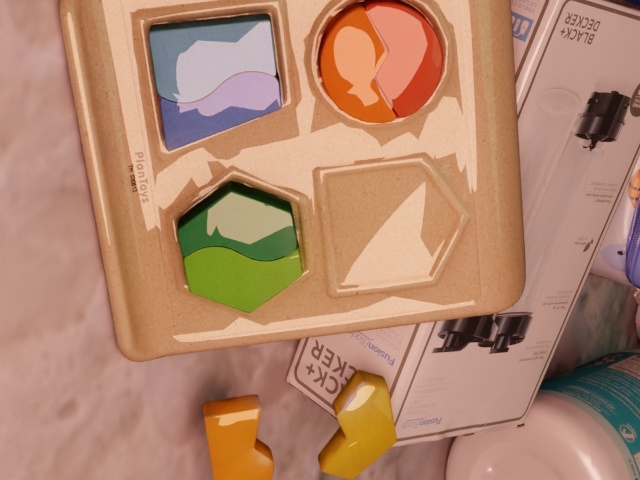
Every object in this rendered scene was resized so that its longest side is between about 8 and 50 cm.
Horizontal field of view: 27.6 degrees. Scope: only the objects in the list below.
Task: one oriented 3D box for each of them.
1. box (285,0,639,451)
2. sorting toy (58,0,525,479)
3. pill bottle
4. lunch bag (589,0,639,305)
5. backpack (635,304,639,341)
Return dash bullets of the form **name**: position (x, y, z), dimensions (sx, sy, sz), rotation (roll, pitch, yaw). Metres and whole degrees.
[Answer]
- **box**: position (0.104, -0.021, 0.811), dimensions (0.169, 0.087, 0.290), rotation (0, 115, -49)
- **sorting toy**: position (0.000, 0.000, 0.690), dimensions (0.229, 0.041, 0.307), rotation (-9, 110, -6)
- **pill bottle**: position (0.225, 0.169, 1.025), dimensions (0.264, 0.146, 0.146), rotation (-11, 107, -50)
- **lunch bag**: position (0.265, -0.101, 0.996), dimensions (0.243, 0.115, 0.303), rotation (4, 101, -63)
- **backpack**: position (0.373, 0.044, 1.206), dimensions (0.152, 0.115, 0.182), rotation (45, 64, -33)
